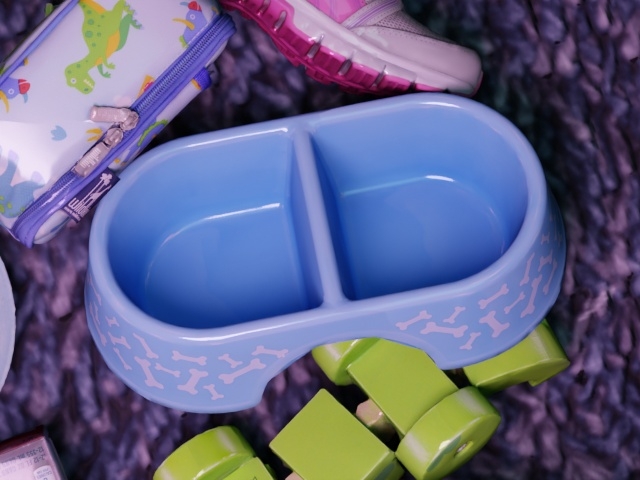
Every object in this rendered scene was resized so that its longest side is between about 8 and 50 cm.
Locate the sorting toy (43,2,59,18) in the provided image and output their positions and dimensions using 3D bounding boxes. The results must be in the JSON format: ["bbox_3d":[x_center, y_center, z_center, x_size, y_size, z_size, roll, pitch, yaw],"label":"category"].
[{"bbox_3d":[-0.158,-0.170,1.111,0.062,0.012,0.083,-11,92,-10],"label":"sorting toy"}]

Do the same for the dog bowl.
[{"bbox_3d":[0.000,0.000,1.062,0.297,0.074,0.166,-11,63,-1],"label":"dog bowl"}]

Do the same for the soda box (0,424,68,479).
[{"bbox_3d":[-0.270,0.200,1.058,0.263,0.083,0.092,-21,93,-8],"label":"soda box"}]

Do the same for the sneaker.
[{"bbox_3d":[-0.001,-0.170,1.093,0.252,0.103,0.111,30,84,-12],"label":"sneaker"}]

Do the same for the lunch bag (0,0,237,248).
[{"bbox_3d":[-0.131,-0.083,1.011,0.090,0.219,0.176,44,83,-8],"label":"lunch bag"}]

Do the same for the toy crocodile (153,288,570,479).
[{"bbox_3d":[0.004,0.141,1.101,0.340,0.105,0.115,-39,66,-6],"label":"toy crocodile"}]

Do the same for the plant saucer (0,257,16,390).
[{"bbox_3d":[-0.282,0.051,1.071,0.195,0.037,0.195,2,84,-14],"label":"plant saucer"}]
